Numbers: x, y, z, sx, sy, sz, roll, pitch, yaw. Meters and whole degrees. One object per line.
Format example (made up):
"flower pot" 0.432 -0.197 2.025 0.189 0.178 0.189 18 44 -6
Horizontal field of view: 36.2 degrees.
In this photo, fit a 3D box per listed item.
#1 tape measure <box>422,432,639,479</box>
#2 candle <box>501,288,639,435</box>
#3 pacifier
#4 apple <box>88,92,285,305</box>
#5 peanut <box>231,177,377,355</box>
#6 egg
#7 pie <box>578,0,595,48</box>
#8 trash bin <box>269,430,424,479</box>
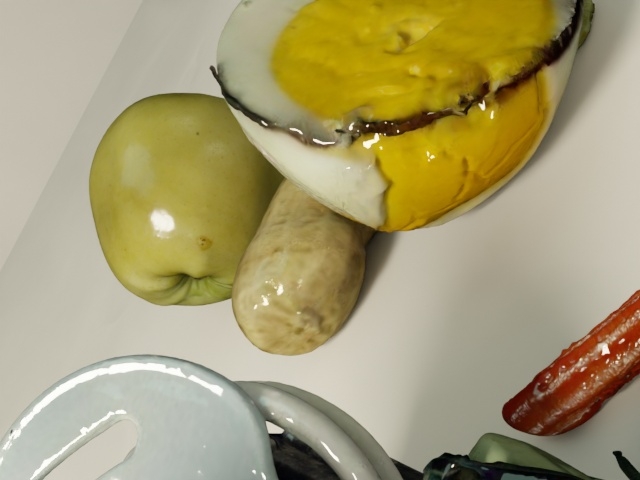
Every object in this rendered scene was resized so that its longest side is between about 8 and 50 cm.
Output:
"tape measure" 0.155 0.176 0.448 0.115 0.207 0.235 -56 24 -2
"candle" 0.234 0.032 0.610 0.329 0.051 0.048 -49 9 34
"pacifier" -0.088 0.190 0.497 0.244 0.233 0.299 -41 71 12
"apple" -0.154 -0.046 1.190 0.262 0.262 0.262 -41 31 31
"peanut" 0.000 0.000 1.005 0.137 0.122 0.253 -8 50 46
"egg" 0.074 -0.134 0.904 0.337 0.201 0.337 -5 45 5
"pie" 0.228 -0.202 0.936 0.084 0.020 0.084 -41 31 32
"trash bin" -0.001 0.260 0.659 0.184 0.162 0.234 22 88 26
